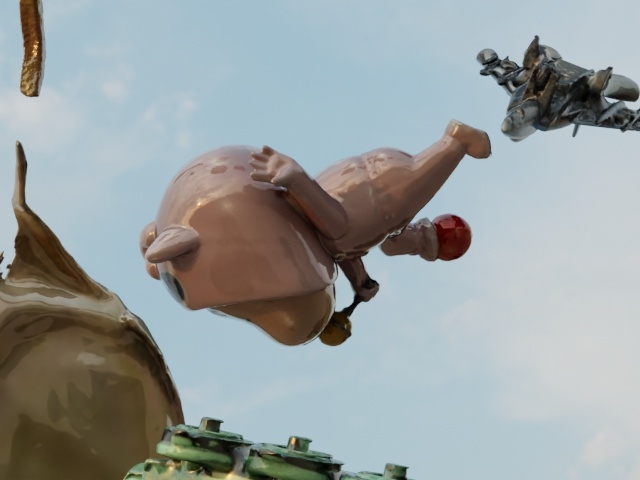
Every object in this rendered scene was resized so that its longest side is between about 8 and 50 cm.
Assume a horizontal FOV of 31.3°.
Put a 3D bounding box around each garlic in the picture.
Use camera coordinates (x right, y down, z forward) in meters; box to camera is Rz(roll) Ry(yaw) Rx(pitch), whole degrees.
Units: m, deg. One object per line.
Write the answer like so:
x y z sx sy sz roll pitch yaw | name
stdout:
-0.143 0.139 0.615 0.151 0.338 0.196 9 -12 13 | garlic

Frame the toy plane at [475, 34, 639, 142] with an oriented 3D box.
0.193 -0.124 0.967 0.246 0.169 0.078 -20 -46 -65 | toy plane

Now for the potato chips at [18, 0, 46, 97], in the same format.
-0.276 -0.240 1.084 0.026 0.037 0.204 3 -78 -2 | potato chips

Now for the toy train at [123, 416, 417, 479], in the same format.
0.002 0.121 0.487 0.176 0.074 0.118 4 -9 32 | toy train

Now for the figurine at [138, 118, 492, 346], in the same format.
0.000 0.000 0.928 0.287 0.186 0.176 -14 4 -13 | figurine
